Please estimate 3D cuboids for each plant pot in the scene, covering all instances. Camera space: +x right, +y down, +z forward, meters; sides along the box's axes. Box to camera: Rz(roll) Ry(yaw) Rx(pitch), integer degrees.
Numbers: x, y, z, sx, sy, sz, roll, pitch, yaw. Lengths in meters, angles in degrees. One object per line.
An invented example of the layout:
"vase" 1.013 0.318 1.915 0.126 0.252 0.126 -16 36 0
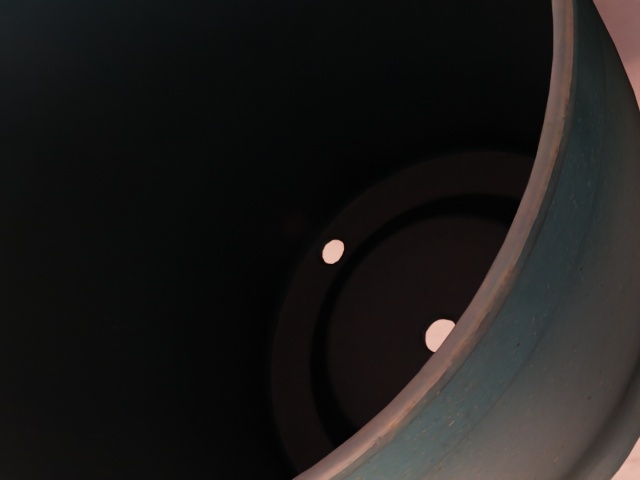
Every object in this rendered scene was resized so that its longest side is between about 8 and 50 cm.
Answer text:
"plant pot" 0.000 0.000 0.647 0.271 0.272 0.255 -22 152 19
